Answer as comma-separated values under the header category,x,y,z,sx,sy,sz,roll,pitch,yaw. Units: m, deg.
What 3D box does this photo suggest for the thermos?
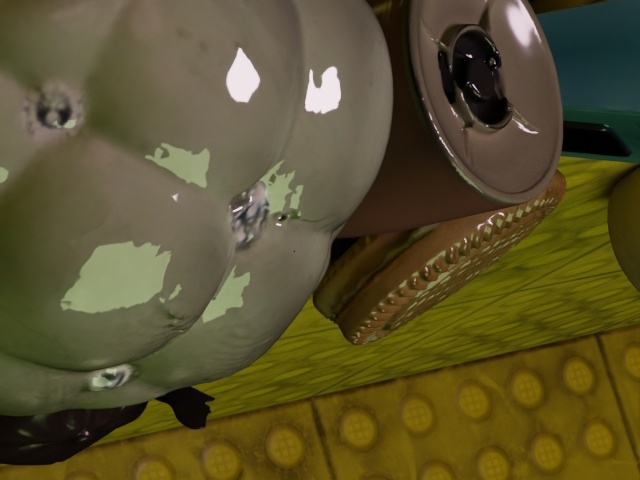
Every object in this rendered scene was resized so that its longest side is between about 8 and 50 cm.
category,x,y,z,sx,sy,sz,roll,pitch,yaw
thermos,0.004,-0.064,0.975,0.265,0.146,0.176,-16,170,40

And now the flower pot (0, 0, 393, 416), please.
category,x,y,z,sx,sy,sz,roll,pitch,yaw
flower pot,-0.094,-0.061,0.600,0.246,0.246,0.195,-15,136,-6

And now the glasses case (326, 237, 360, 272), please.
category,x,y,z,sx,sy,sz,roll,pitch,yaw
glasses case,0.000,0.000,1.509,0.072,0.042,0.190,-4,165,-17

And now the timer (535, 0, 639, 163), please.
category,x,y,z,sx,sy,sz,roll,pitch,yaw
timer,0.169,-0.110,1.111,0.250,0.091,0.232,3,176,18

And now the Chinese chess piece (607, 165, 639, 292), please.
category,x,y,z,sx,sy,sz,roll,pitch,yaw
Chinese chess piece,0.480,-0.038,1.748,0.338,0.140,0.338,-16,167,-4

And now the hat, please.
category,x,y,z,sx,sy,sz,roll,pitch,yaw
hat,-0.239,0.136,1.402,0.238,0.209,0.336,-14,170,-26

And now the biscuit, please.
category,x,y,z,sx,sy,sz,roll,pitch,yaw
biscuit,0.102,0.003,1.430,0.259,0.079,0.259,-36,171,-6
